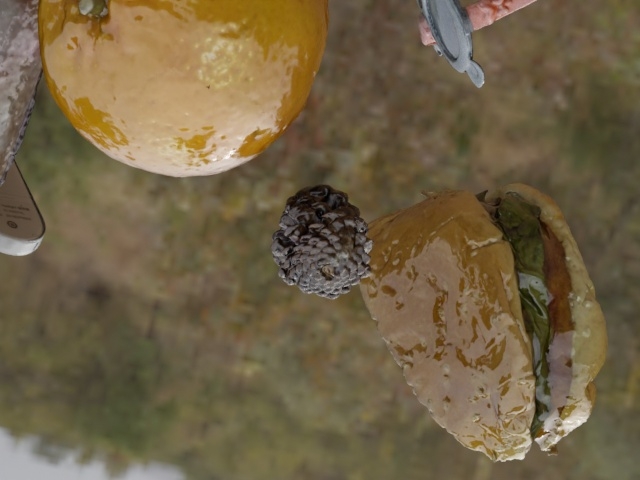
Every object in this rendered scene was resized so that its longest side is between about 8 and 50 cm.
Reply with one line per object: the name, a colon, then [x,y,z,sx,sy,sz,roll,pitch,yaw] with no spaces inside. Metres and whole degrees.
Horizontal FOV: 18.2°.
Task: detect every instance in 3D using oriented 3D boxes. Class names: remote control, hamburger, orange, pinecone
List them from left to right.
remote control: [-0.320,-0.074,1.860,0.077,0.022,0.245,8,-143,-38]
orange: [-0.097,-0.154,1.378,0.219,0.219,0.193,6,164,47]
pinecone: [0.000,0.000,1.463,0.077,0.077,0.083,14,-153,-18]
hamburger: [0.177,0.048,2.106,0.162,0.209,0.330,0,-132,-41]

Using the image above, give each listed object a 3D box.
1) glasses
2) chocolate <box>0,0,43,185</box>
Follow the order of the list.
glasses: [0.210,-0.248,1.817,0.268,0.118,0.234,-24,-168,1]
chocolate: [-0.323,-0.144,1.605,0.185,0.303,0.100,20,-172,12]
